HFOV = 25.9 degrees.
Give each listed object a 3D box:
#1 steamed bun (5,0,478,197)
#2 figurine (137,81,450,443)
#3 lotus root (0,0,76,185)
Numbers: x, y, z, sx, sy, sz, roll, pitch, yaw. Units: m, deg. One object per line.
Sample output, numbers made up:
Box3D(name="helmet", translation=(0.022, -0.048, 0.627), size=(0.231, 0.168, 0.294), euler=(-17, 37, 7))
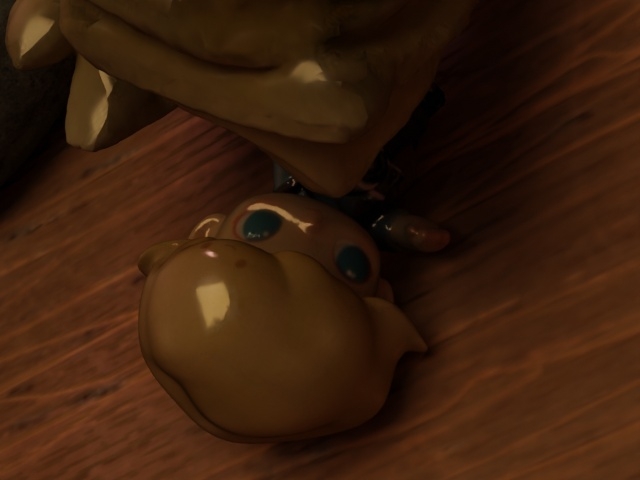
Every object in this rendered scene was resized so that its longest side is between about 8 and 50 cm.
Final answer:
Box3D(name="steamed bun", translation=(-0.030, -0.175, 0.657), size=(0.247, 0.189, 0.428), euler=(13, 49, 5))
Box3D(name="figurine", translation=(0.000, 0.000, 0.627), size=(0.108, 0.114, 0.196), euler=(-6, 49, 59))
Box3D(name="lotus root", translation=(-0.222, -0.113, 0.817), size=(0.158, 0.140, 0.322), euler=(22, 83, 41))
